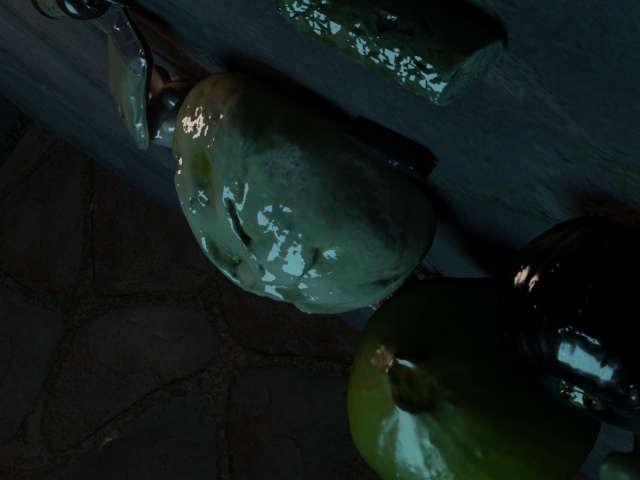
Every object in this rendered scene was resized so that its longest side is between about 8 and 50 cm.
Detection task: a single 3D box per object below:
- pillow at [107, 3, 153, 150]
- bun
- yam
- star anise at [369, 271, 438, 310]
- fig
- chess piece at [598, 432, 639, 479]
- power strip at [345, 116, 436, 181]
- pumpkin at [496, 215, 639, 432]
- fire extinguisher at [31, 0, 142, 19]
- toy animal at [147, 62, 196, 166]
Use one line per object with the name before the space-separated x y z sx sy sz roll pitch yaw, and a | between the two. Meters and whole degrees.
pillow | -0.255 -0.221 1.870 0.130 0.038 0.232 59 158 23
bun | -0.047 -0.042 1.743 0.365 0.219 0.365 35 169 8
yam | 0.049 -0.165 1.074 0.179 0.078 0.078 32 172 18
star anise | 0.160 0.101 2.225 0.231 0.089 0.209 30 161 1
fig | 0.182 0.194 1.752 0.343 0.343 0.343 35 173 5
chess piece | 0.385 0.271 1.636 0.144 0.251 0.144 34 173 5
power strip | 0.076 -0.099 1.541 0.111 0.029 0.038 30 171 39
pumpkin | 0.270 0.080 1.291 0.233 0.163 0.233 32 172 5
fire extinguisher | -0.292 -0.307 1.764 0.099 0.071 0.231 19 180 -28
toy animal | -0.196 -0.171 1.965 0.124 0.124 0.212 40 176 -35
